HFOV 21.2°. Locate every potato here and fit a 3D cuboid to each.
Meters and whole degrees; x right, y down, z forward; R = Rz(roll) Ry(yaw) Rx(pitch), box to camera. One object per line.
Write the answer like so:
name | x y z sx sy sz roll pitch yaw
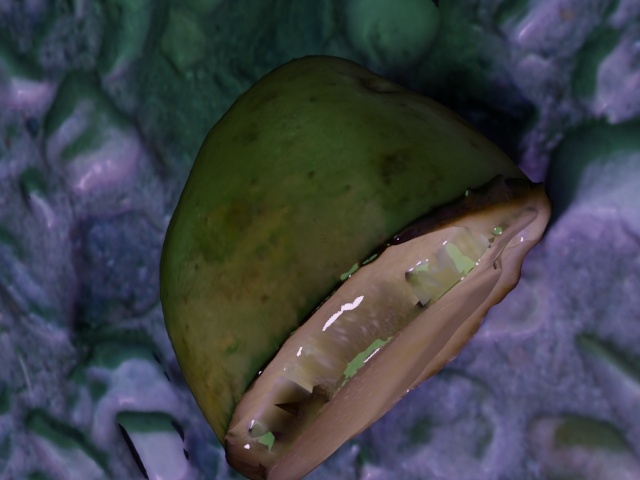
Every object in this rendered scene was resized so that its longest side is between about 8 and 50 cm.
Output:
potato | 0.000 0.000 1.155 0.242 0.242 0.285 46 127 19
